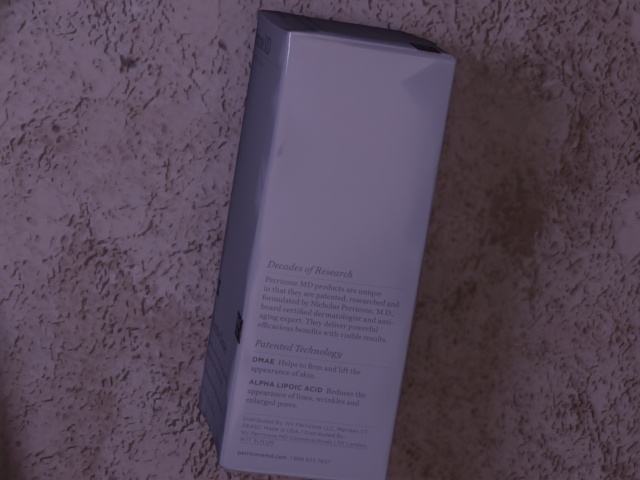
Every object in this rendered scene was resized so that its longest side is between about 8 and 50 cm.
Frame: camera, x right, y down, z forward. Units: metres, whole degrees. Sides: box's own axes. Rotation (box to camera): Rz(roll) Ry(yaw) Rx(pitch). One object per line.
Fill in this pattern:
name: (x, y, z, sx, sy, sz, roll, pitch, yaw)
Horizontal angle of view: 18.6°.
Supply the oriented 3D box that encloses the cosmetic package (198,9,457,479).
cosmetic package: (0.000, 0.000, 1.724, 0.156, 0.217, 0.385, 6, 99, -10)
